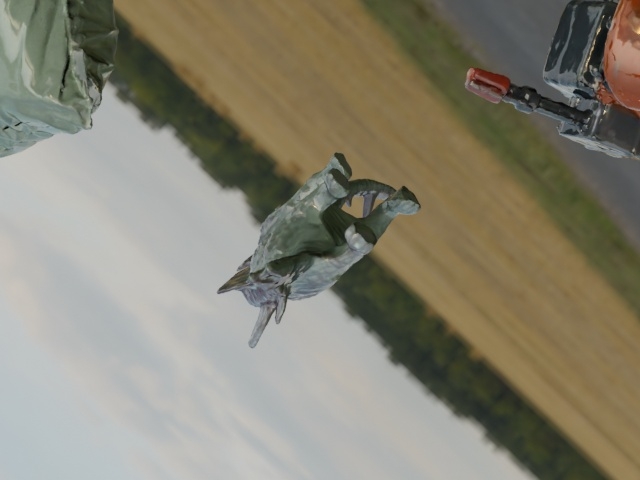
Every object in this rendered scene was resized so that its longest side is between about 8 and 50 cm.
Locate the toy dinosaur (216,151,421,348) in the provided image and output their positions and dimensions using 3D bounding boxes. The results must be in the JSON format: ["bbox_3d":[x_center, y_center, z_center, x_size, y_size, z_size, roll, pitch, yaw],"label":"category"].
[{"bbox_3d":[-0.001,-0.002,0.722,0.039,0.082,0.209,50,-160,1],"label":"toy dinosaur"}]

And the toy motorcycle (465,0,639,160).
[{"bbox_3d":[0.233,-0.096,1.037,0.221,0.147,0.326,20,-178,-23],"label":"toy motorcycle"}]

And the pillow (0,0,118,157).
[{"bbox_3d":[-0.239,-0.176,1.181,0.138,0.283,0.310,-3,169,-36],"label":"pillow"}]
